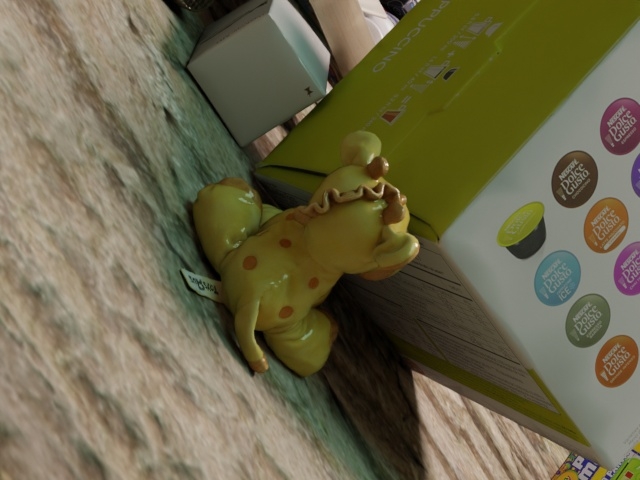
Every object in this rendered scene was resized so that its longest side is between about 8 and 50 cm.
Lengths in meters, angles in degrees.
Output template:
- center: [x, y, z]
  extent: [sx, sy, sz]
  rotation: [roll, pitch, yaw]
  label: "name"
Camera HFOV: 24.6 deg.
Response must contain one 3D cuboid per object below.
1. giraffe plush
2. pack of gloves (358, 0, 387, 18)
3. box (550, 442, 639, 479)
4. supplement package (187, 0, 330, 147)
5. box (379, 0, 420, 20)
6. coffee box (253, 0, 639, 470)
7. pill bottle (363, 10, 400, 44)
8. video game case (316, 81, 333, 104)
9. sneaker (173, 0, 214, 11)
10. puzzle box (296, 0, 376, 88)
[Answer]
- center: [0.000, 0.000, 1.206]
  extent: [0.181, 0.170, 0.210]
  rotation: [61, 14, 7]
  label: "giraffe plush"
- center: [-0.033, -0.399, 2.133]
  extent: [0.232, 0.046, 0.195]
  rotation: [6, 48, -43]
  label: "pack of gloves"
- center: [0.463, 0.385, 1.819]
  extent: [0.279, 0.177, 0.290]
  rotation: [31, -10, 43]
  label: "box"
- center: [-0.061, -0.189, 1.537]
  extent: [0.105, 0.105, 0.179]
  rotation: [56, 13, -17]
  label: "supplement package"
- center: [0.138, -0.399, 2.408]
  extent: [0.247, 0.142, 0.163]
  rotation: [27, -17, 50]
  label: "box"
- center: [0.209, -0.044, 1.446]
  extent: [0.334, 0.337, 0.338]
  rotation: [51, -14, -30]
  label: "coffee box"
- center: [0.068, -0.297, 2.221]
  extent: [0.112, 0.112, 0.186]
  rotation: [59, 14, -1]
  label: "pill bottle"
- center: [0.010, -0.224, 2.039]
  extent: [0.227, 0.026, 0.206]
  rotation: [59, 14, 0]
  label: "video game case"
- center: [-0.178, -0.312, 1.507]
  extent: [0.071, 0.066, 0.188]
  rotation: [49, -4, 47]
  label: "sneaker"
- center: [-0.041, -0.333, 1.765]
  extent: [0.409, 0.052, 0.272]
  rotation: [57, -4, 42]
  label: "puzzle box"
